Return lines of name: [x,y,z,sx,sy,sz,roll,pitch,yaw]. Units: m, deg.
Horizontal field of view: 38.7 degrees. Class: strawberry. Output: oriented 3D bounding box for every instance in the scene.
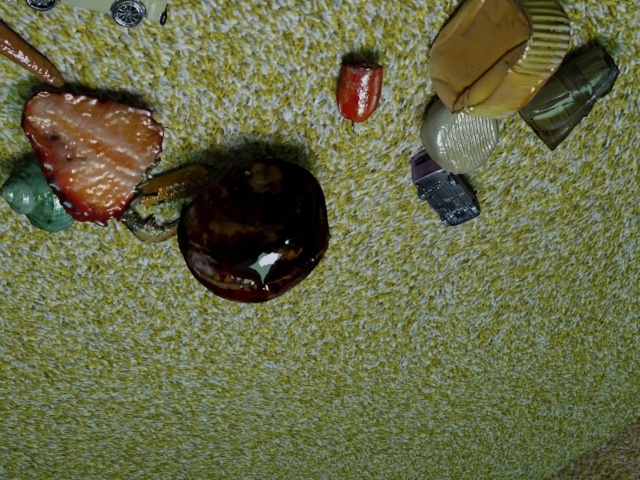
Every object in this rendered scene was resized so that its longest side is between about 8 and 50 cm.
strawberry: [-0.470,-0.164,1.838,0.280,0.150,0.253,11,95,-19]

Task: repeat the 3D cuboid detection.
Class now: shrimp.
shrimp: [-0.380,-0.057,2.081,0.148,0.035,0.195,-20,147,15]

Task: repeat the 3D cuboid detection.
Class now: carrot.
carrot: [-0.553,-0.347,1.689,0.057,0.057,0.224,-30,140,21]

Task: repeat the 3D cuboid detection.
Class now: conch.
conch: [-0.589,-0.091,1.931,0.176,0.122,0.188,-7,144,34]

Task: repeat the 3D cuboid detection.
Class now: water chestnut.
water chestnut: [-0.138,0.001,1.985,0.335,0.335,0.347,-8,142,-4]

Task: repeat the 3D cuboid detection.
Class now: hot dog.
hot dog: [-0.319,-0.117,2.012,0.188,0.055,0.072,-18,139,9]

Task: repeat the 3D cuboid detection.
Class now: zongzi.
zongzi: [0.557,-0.293,1.979,0.221,0.112,0.242,-30,145,20]

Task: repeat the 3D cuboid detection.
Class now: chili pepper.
chili pepper: [0.077,-0.288,1.881,0.084,0.086,0.192,-24,138,-31]

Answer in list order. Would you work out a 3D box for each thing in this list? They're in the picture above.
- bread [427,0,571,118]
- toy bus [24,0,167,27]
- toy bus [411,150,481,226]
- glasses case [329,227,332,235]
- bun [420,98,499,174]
bread: [0.356,-0.369,1.785,0.156,0.204,0.288,-6,147,-35]
toy bus: [-0.395,-0.477,1.497,0.305,0.143,0.179,6,135,-19]
toy bus: [0.290,-0.122,2.114,0.096,0.108,0.199,-25,137,23]
glasses case: [0.000,0.000,2.246,0.021,0.032,0.083,24,129,-31]
bun: [0.294,-0.234,1.975,0.166,0.113,0.173,4,113,-21]
